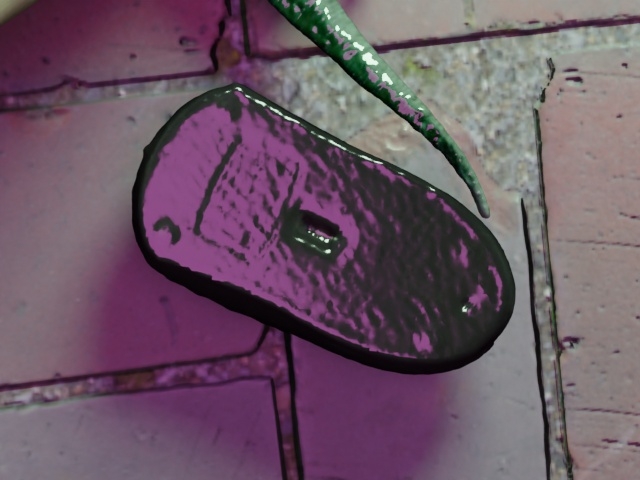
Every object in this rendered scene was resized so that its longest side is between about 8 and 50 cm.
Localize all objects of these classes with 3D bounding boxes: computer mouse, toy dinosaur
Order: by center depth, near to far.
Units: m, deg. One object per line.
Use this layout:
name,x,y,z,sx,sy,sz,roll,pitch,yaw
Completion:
toy dinosaur,0.015,-0.194,0.956,0.383,0.076,0.129,42,83,4
computer mouse,0.000,0.000,0.978,0.269,0.086,0.138,26,81,-9

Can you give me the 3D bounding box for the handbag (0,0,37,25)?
handbag,-0.175,-0.269,0.806,0.358,0.160,0.237,-45,106,-25
